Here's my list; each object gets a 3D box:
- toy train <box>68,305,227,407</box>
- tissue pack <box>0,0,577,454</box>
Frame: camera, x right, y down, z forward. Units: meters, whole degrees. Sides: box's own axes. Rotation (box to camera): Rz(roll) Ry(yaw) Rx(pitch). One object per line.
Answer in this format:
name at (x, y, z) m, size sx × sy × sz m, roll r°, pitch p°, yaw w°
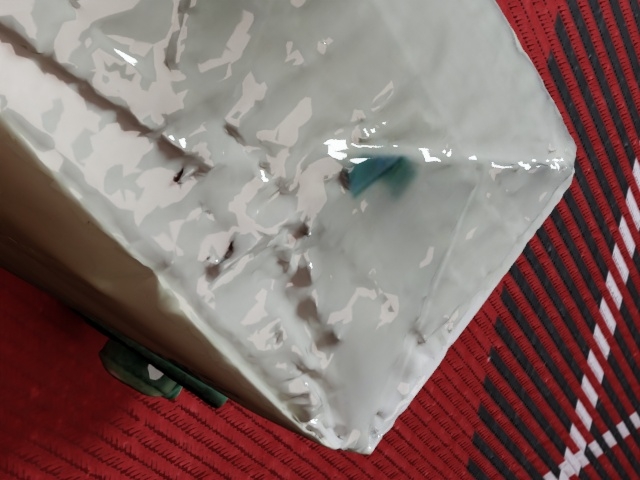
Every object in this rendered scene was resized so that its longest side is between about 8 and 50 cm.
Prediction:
toy train at (-0.045, -0.016, 0.869) m, size 0.299 × 0.167 × 0.238 m, roll -56°, pitch -179°, yaw -10°
tissue pack at (-0.114, -0.094, 0.584) m, size 0.207 × 0.380 × 0.297 m, roll -52°, pitch 129°, yaw -15°
